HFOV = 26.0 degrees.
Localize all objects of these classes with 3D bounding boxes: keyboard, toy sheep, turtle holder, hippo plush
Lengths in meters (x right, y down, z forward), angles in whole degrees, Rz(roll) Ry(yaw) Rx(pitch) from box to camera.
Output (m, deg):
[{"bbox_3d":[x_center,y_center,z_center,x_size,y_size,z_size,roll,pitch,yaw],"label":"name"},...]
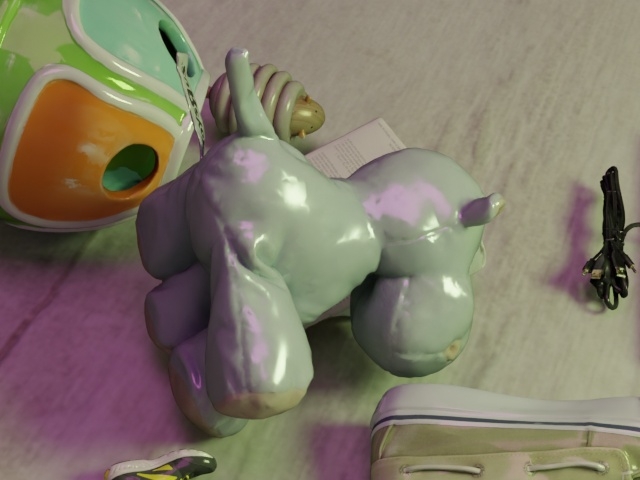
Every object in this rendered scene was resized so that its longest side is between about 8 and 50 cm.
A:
[{"bbox_3d":[0.336,0.002,1.260,0.201,0.033,0.317,15,43,0],"label":"keyboard"},{"bbox_3d":[-0.060,-0.128,1.319,0.132,0.091,0.091,10,43,10],"label":"toy sheep"},{"bbox_3d":[-0.223,-0.128,1.227,0.227,0.243,0.320,19,2,-7],"label":"turtle holder"},{"bbox_3d":[0.000,0.000,1.079,0.236,0.294,0.234,-4,7,-25],"label":"hippo plush"}]

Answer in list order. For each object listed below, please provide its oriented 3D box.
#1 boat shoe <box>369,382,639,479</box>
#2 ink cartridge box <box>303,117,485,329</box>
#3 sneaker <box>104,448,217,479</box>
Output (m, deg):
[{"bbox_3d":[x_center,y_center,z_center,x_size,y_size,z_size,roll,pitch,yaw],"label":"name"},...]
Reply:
[{"bbox_3d":[0.183,0.175,1.023,0.302,0.109,0.094,3,55,13],"label":"boat shoe"},{"bbox_3d":[0.004,0.004,1.224,0.225,0.056,0.181,-29,51,-8],"label":"ink cartridge box"},{"bbox_3d":[-0.116,0.179,1.028,0.083,0.031,0.035,-10,59,-10],"label":"sneaker"}]
